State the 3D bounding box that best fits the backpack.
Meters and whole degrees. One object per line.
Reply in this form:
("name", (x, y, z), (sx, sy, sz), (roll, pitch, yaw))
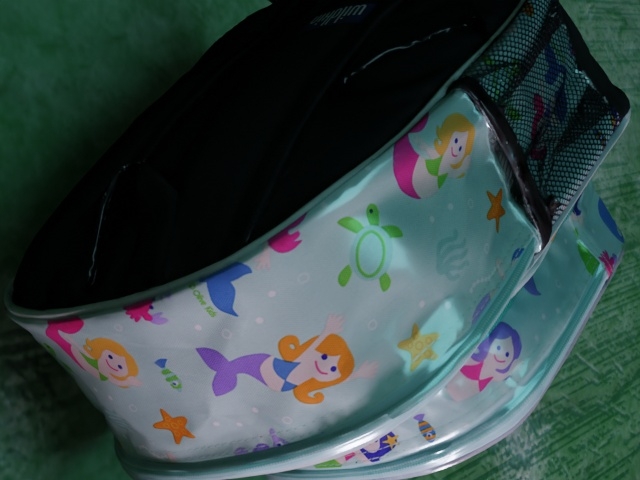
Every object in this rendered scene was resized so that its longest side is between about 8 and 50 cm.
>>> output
("backpack", (0.000, 0.000, 0.618), (0.253, 0.225, 0.191), (-46, 115, -46))
